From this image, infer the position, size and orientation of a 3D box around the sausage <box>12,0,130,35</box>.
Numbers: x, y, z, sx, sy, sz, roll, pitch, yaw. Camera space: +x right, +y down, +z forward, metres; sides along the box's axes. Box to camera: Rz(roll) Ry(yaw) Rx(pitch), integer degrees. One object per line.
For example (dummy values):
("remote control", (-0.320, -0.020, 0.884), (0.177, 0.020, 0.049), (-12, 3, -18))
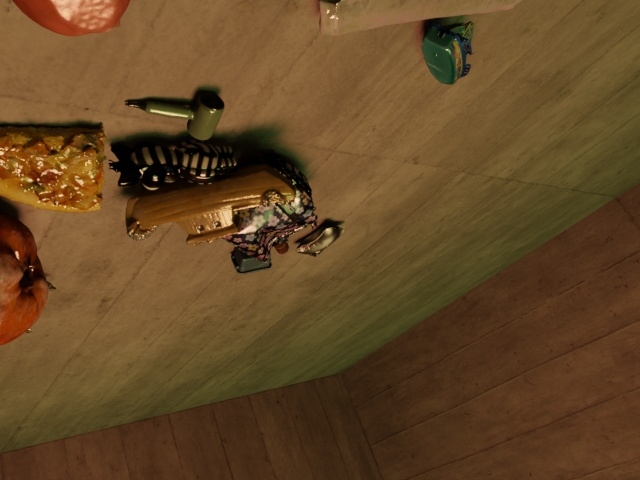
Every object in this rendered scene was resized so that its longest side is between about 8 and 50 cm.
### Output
("sausage", (-0.260, -0.301, 0.515), (0.148, 0.148, 0.254), (-21, 160, -5))

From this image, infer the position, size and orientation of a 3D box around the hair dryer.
("hair dryer", (-0.234, -0.208, 0.873), (0.150, 0.048, 0.071), (5, 144, -30))

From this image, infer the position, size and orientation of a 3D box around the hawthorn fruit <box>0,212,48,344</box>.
("hawthorn fruit", (-0.577, 0.061, 0.879), (0.262, 0.231, 0.235), (-3, 124, -40))

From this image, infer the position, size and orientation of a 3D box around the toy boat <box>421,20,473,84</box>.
("toy boat", (0.243, -0.344, 0.980), (0.110, 0.091, 0.175), (-53, 159, -1))

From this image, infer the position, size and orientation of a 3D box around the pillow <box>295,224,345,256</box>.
("pillow", (-0.001, -0.002, 1.514), (0.091, 0.055, 0.135), (26, 127, -38))

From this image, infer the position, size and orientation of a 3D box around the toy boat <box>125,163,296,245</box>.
("toy boat", (-0.202, -0.059, 1.020), (0.320, 0.122, 0.089), (-11, -161, 4))

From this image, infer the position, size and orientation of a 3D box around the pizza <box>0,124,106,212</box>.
("pizza", (-0.416, -0.113, 0.868), (0.197, 0.058, 0.292), (-26, 157, 5))

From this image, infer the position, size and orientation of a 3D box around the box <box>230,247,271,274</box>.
("box", (-0.177, 0.039, 1.419), (0.099, 0.074, 0.054), (-12, 141, -26))

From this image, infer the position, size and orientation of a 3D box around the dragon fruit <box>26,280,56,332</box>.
("dragon fruit", (-0.634, 0.123, 1.078), (0.135, 0.137, 0.235), (-5, 175, 28))

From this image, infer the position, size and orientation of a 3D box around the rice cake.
("rice cake", (0.162, -0.377, 0.842), (0.364, 0.056, 0.073), (-16, 151, -17))

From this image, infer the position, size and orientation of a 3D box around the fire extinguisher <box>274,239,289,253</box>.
("fire extinguisher", (-0.111, -0.004, 1.422), (0.056, 0.039, 0.132), (-54, 160, -13))

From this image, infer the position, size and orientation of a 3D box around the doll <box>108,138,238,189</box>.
("doll", (-0.252, -0.132, 0.943), (0.219, 0.091, 0.067), (-8, 151, -30))

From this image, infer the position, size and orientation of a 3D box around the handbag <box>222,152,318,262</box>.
("handbag", (-0.119, -0.073, 1.147), (0.207, 0.127, 0.228), (-38, 139, 9))
